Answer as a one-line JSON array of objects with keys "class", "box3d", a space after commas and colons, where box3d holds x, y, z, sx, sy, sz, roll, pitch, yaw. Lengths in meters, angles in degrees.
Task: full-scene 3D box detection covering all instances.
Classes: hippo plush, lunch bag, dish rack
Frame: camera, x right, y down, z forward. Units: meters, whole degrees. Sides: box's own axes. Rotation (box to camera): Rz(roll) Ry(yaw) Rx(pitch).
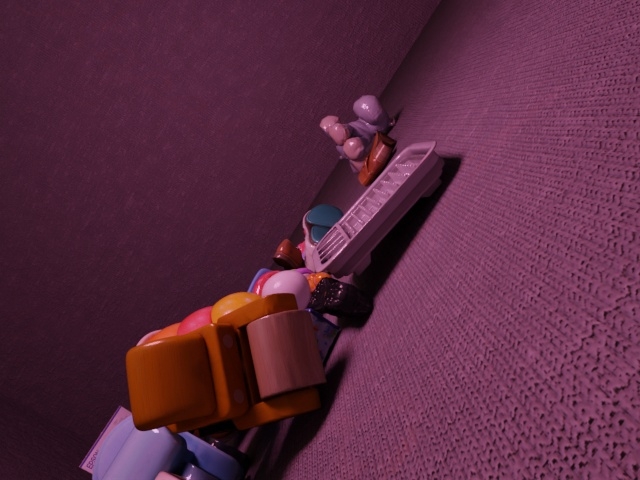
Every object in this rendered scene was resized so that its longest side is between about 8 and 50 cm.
[{"class": "hippo plush", "box3d": [0.171, -0.396, 2.037, 0.236, 0.234, 0.294, -41, -35, 1]}, {"class": "lunch bag", "box3d": [-0.045, 0.222, 1.116, 0.151, 0.096, 0.129, -27, 30, 57]}, {"class": "dish rack", "box3d": [0.119, -0.057, 1.126, 0.333, 0.072, 0.285, -49, 7, 4]}]

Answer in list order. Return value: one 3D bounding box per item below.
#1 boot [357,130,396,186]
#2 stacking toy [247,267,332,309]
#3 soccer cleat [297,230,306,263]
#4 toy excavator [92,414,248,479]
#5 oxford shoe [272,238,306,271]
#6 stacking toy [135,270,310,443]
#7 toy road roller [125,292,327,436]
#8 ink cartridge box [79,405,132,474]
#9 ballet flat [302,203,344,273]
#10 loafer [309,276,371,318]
[{"class": "boot", "box3d": [0.175, -0.267, 1.778, 0.152, 0.072, 0.197, -59, 4, 26]}, {"class": "stacking toy", "box3d": [-0.061, 0.135, 1.468, 0.301, 0.175, 0.166, -30, 30, 51]}, {"class": "soccer cleat", "box3d": [-0.049, 0.062, 1.799, 0.083, 0.095, 0.248, -50, 10, 46]}, {"class": "toy excavator", "box3d": [-0.260, 0.446, 0.984, 0.223, 0.432, 0.445, -61, -20, -22]}, {"class": "oxford shoe", "box3d": [-0.068, 0.065, 1.586, 0.212, 0.076, 0.076, 61, -136, -59]}, {"class": "stacking toy", "box3d": [-0.207, 0.250, 1.373, 0.480, 0.350, 0.351, -44, 12, 19]}, {"class": "toy road roller", "box3d": [-0.178, 0.231, 0.949, 0.329, 0.240, 0.203, -27, 69, 32]}, {"class": "ink cartridge box", "box3d": [-0.493, 0.637, 1.538, 0.072, 0.307, 0.304, -58, 7, 11]}, {"class": "ballet flat", "box3d": [0.000, 0.000, 1.683, 0.139, 0.139, 0.400, -56, 9, 19]}, {"class": "loafer", "box3d": [0.035, 0.117, 1.074, 0.076, 0.078, 0.223, -65, 13, -8]}]
